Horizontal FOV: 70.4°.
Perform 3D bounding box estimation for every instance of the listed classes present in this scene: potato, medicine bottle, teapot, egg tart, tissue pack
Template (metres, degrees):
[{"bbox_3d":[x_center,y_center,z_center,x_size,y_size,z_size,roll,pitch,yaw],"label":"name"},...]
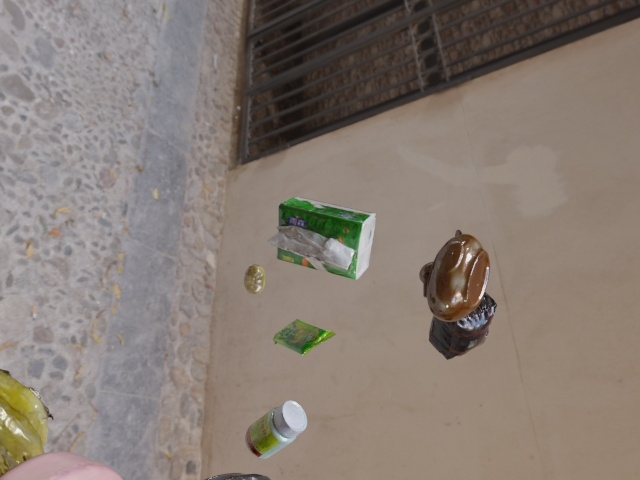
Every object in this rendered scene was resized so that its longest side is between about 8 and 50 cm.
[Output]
[{"bbox_3d":[-0.285,0.166,1.959,0.070,0.092,0.137,-133,-134,-56],"label":"potato"},{"bbox_3d":[-0.168,0.714,1.714,0.139,0.225,0.139,37,27,-22],"label":"medicine bottle"},{"bbox_3d":[0.169,0.042,0.589,0.129,0.078,0.098,-58,136,-27],"label":"teapot"},{"bbox_3d":[-0.620,0.342,0.808,0.132,0.345,0.345,-76,144,-63],"label":"egg tart"},{"bbox_3d":[0.001,-0.001,1.048,0.156,0.209,0.148,-38,139,-60],"label":"tissue pack"}]

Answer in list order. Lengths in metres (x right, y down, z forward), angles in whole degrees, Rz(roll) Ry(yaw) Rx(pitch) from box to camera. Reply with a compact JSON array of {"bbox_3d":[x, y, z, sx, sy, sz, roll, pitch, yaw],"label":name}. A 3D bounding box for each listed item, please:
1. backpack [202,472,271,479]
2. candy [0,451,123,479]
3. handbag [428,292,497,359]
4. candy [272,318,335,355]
[{"bbox_3d":[-0.322,0.901,1.481,0.363,0.446,0.254,12,45,-44],"label":"backpack"},{"bbox_3d":[-0.372,0.411,0.590,0.255,0.094,0.255,7,90,-65],"label":"candy"},{"bbox_3d":[0.440,0.255,1.404,0.155,0.169,0.215,49,-27,40],"label":"handbag"},{"bbox_3d":[-0.048,0.248,1.174,0.102,0.178,0.032,-35,110,-27],"label":"candy"}]
